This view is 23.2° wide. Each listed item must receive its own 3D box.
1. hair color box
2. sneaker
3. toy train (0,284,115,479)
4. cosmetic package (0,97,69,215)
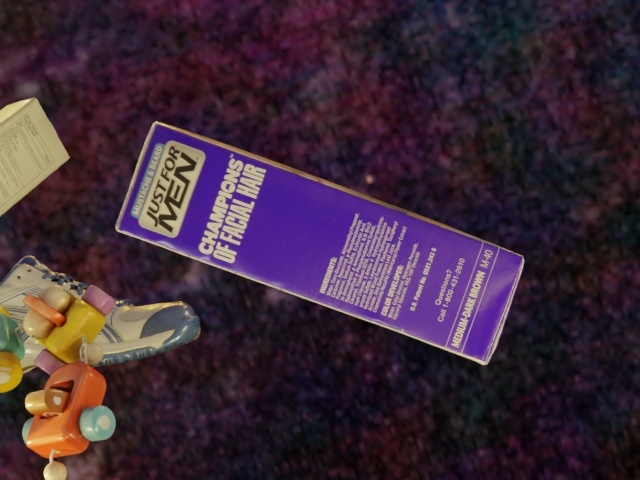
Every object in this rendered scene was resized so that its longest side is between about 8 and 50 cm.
[{"bbox_3d":[0.000,0.000,1.400,0.339,0.110,0.185,19,1,-1],"label":"hair color box"},{"bbox_3d":[-0.279,0.076,1.655,0.296,0.131,0.112,-6,-6,-1],"label":"sneaker"},{"bbox_3d":[-0.180,0.078,0.897,0.166,0.046,0.125,-10,50,39],"label":"toy train"},{"bbox_3d":[-0.256,-0.057,1.219,0.041,0.060,0.115,-8,27,41],"label":"cosmetic package"}]
